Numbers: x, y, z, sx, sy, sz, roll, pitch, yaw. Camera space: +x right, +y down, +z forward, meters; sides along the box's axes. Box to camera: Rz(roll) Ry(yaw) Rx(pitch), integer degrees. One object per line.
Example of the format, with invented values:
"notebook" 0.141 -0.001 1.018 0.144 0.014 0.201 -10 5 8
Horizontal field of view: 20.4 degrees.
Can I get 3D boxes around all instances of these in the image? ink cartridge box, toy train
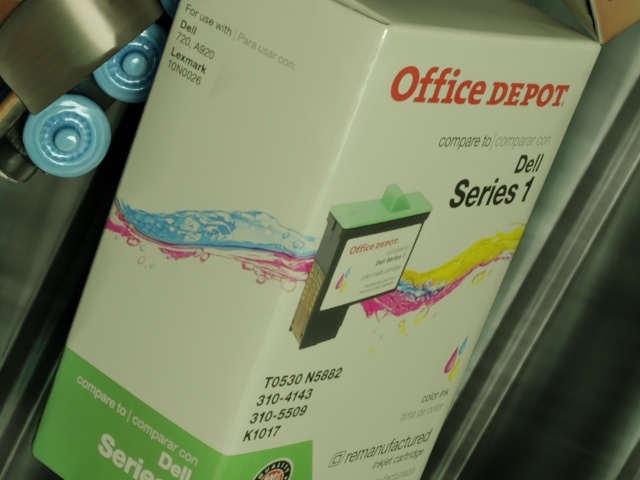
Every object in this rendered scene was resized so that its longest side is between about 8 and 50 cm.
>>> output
"ink cartridge box" 0.000 0.000 0.881 0.201 0.117 0.278 -5 121 -54
"toy train" -0.115 -0.114 0.863 0.105 0.080 0.184 41 99 -20

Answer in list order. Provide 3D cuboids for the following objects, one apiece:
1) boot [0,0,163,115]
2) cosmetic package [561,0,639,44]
"boot" -0.250 -0.135 0.770 0.264 0.096 0.280 -36 102 13
"cosmetic package" 0.211 -0.248 0.846 0.296 0.129 0.153 -35 150 0
